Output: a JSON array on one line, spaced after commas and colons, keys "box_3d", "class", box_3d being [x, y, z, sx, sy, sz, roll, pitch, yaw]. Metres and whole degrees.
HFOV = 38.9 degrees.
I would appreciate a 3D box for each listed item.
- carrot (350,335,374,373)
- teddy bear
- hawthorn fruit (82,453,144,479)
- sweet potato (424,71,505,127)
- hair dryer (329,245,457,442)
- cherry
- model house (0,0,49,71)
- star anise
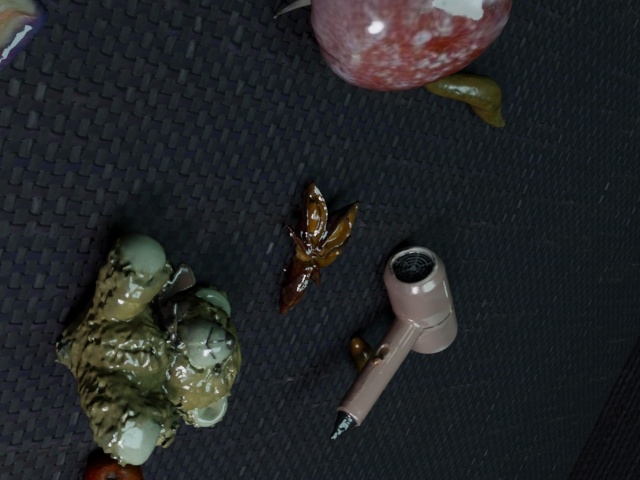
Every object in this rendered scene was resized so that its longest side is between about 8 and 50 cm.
[{"box_3d": [0.080, 0.214, 1.576, 0.048, 0.048, 0.139, -45, 139, -17], "class": "carrot"}, {"box_3d": [-0.194, 0.139, 1.125, 0.256, 0.156, 0.267, 15, 75, -48], "class": "teddy bear"}, {"box_3d": [-0.285, 0.328, 1.226, 0.093, 0.093, 0.093, -28, 134, -33], "class": "hawthorn fruit"}, {"box_3d": [0.233, -0.235, 1.412, 0.069, 0.059, 0.249, -32, 154, 31], "class": "sweet potato"}, {"box_3d": [0.110, 0.185, 1.489, 0.344, 0.106, 0.189, -54, 145, -28], "class": "hair dryer"}, {"box_3d": [0.079, -0.293, 1.067, 0.236, 0.285, 0.213, 45, 44, -66], "class": "cherry"}, {"box_3d": [-0.376, -0.136, 0.689, 0.312, 0.245, 0.280, -54, -179, 41], "class": "model house"}, {"box_3d": [0.003, 0.002, 1.330, 0.157, 0.053, 0.212, -24, 131, -36], "class": "star anise"}]
